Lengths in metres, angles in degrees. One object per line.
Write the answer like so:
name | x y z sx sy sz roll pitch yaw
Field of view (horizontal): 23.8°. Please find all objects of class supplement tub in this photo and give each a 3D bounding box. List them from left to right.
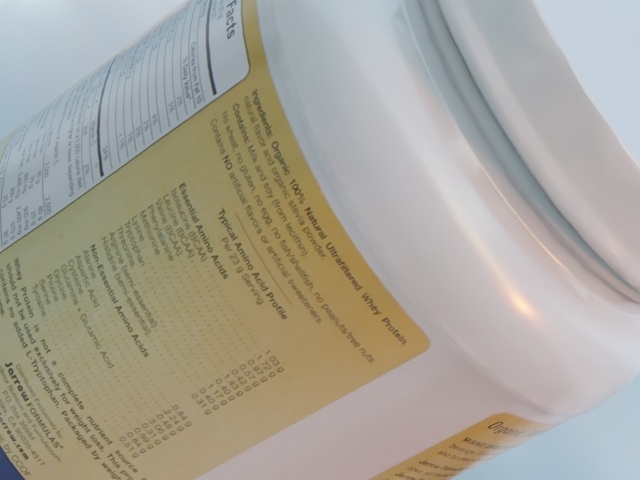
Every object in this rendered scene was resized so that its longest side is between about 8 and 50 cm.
supplement tub | 0.000 0.000 0.639 0.316 0.228 0.228 -31 -74 26
